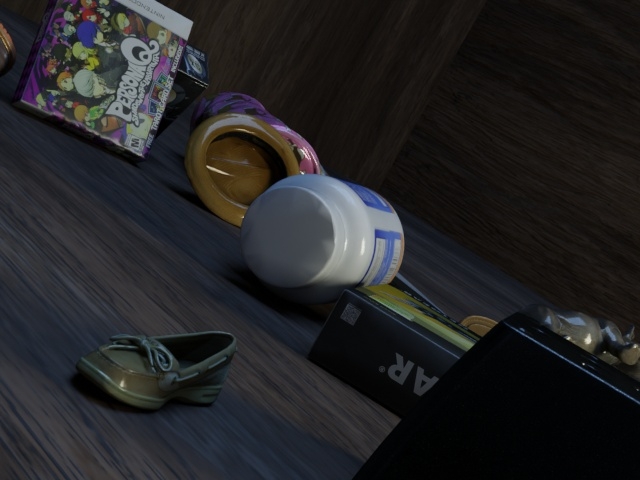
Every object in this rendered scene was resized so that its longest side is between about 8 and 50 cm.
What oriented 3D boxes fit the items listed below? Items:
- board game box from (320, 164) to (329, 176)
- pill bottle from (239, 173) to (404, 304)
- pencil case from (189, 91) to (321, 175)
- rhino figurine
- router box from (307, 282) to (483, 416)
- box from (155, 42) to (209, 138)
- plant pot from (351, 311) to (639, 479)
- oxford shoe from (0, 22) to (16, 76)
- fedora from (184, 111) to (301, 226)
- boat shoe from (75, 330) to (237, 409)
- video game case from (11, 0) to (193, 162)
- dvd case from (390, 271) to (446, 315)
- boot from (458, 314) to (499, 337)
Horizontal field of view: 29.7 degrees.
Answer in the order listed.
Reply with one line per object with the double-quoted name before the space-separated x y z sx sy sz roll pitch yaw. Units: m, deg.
"board game box" 0.037 -0.059 2.147 0.259 0.039 0.124 50 5 -4
"pill bottle" 0.000 0.000 1.423 0.152 0.152 0.272 31 7 15
"pencil case" -0.119 -0.149 2.025 0.160 0.167 0.386 2 16 -16
"rhino figurine" 0.302 0.120 1.325 0.243 0.073 0.106 12 16 -36
"router box" 0.160 0.155 1.239 0.309 0.081 0.243 31 7 12
"box" -0.287 -0.246 1.893 0.147 0.180 0.077 26 41 -34
"plant pot" 0.141 0.151 0.813 0.187 0.167 0.188 31 8 13
"oxford shoe" -0.568 -0.304 1.589 0.364 0.130 0.132 33 36 -32
"fedora" -0.123 -0.094 1.776 0.194 0.194 0.079 27 -31 -23
"boat shoe" -0.105 0.080 0.803 0.056 0.048 0.153 33 7 27
"video game case" -0.308 -0.257 1.732 0.210 0.232 0.042 26 -17 -33
"dvd case" 0.092 0.041 1.905 0.180 0.022 0.253 38 3 -34
"boot" 0.229 0.145 1.684 0.197 0.073 0.152 40 2 -29
